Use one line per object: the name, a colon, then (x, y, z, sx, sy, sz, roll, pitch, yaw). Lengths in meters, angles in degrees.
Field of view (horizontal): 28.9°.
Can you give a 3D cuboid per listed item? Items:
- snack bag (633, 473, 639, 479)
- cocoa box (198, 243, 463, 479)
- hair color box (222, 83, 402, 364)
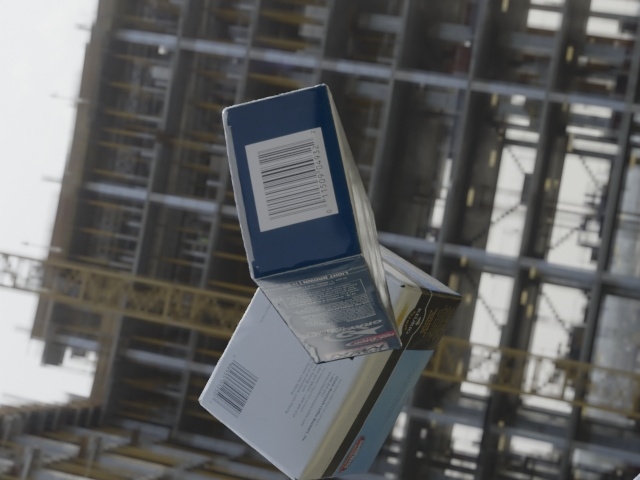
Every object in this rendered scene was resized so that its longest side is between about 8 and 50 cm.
snack bag: (0.299, 0.354, 0.967, 0.342, 0.323, 0.037, -46, -15, 13)
cocoa box: (0.020, 0.174, 1.973, 0.228, 0.231, 0.347, 12, -71, -59)
hair color box: (0.000, 0.000, 1.248, 0.347, 0.105, 0.173, 62, -164, -69)
